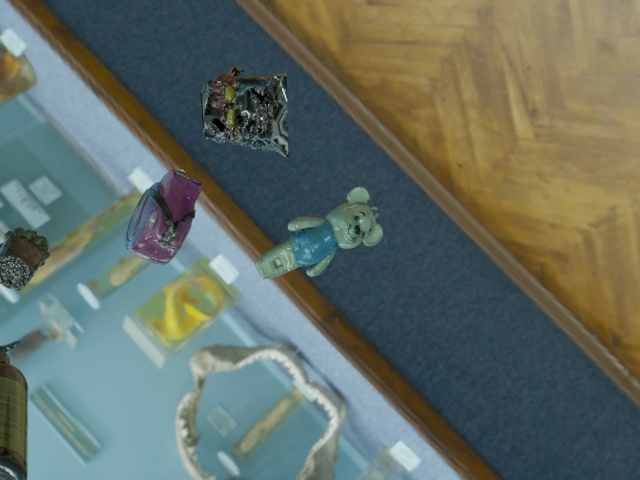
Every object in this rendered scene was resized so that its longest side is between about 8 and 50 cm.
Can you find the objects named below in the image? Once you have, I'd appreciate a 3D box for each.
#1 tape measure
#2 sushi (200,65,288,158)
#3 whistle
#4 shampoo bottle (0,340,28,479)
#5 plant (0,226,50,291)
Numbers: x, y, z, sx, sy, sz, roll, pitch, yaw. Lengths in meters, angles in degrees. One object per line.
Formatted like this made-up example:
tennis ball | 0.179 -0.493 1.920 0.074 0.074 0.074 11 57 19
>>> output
tape measure | -0.220 -0.028 1.164 0.074 0.118 0.125 25 155 -24
sushi | -0.138 -0.236 1.492 0.172 0.150 0.153 -103 11 -66
whistle | 0.000 0.000 1.407 0.077 0.235 0.114 35 149 63
shampoo bottle | -0.469 0.245 1.179 0.284 0.101 0.101 -119 9 -54
plant | -0.554 0.034 1.523 0.092 0.143 0.094 25 110 -15
